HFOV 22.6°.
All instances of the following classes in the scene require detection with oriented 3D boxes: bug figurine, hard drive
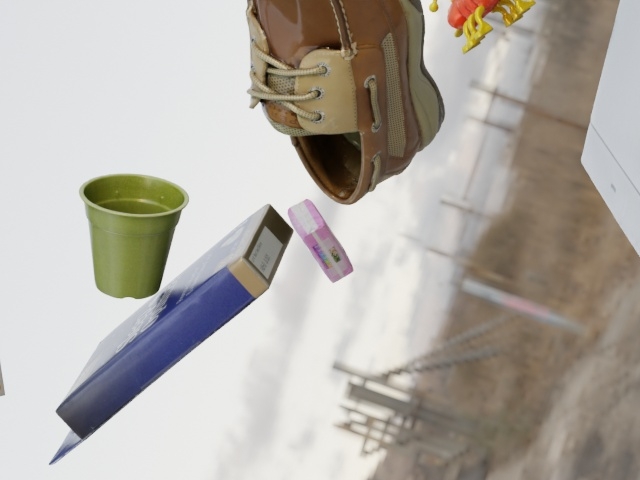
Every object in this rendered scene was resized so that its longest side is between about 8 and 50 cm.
[{"bbox_3d":[0.248,-0.302,1.645,0.279,0.072,0.216,-33,-4,-31],"label":"bug figurine"},{"bbox_3d":[0.254,-0.180,1.062,0.233,0.047,0.353,-97,17,-68],"label":"hard drive"}]

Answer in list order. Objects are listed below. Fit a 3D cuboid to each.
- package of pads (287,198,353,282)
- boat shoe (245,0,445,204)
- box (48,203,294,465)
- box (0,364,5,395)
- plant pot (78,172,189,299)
[{"bbox_3d":[0.000,0.000,1.634,0.083,0.032,0.050,56,-175,-45],"label":"package of pads"},{"bbox_3d":[0.007,-0.129,1.187,0.120,0.122,0.324,-54,-32,-15],"label":"boat shoe"},{"bbox_3d":[-0.120,0.069,1.199,0.225,0.036,0.136,-41,9,16],"label":"box"},{"bbox_3d":[-0.387,0.099,1.421,0.203,0.103,0.114,1,-102,-64],"label":"box"},{"bbox_3d":[-0.146,0.000,1.225,0.083,0.083,0.079,-58,-22,-65],"label":"plant pot"}]
